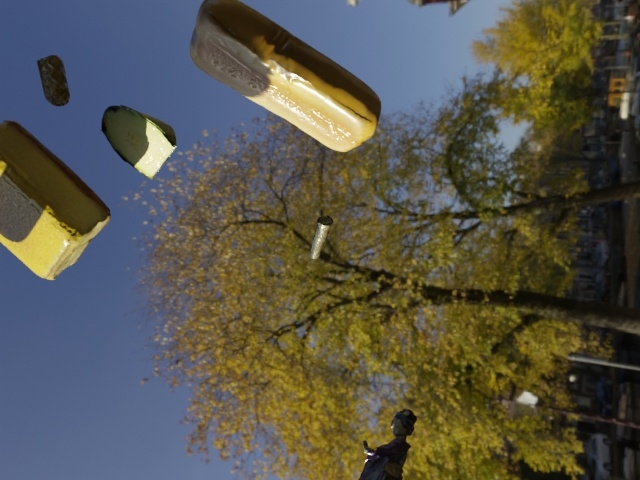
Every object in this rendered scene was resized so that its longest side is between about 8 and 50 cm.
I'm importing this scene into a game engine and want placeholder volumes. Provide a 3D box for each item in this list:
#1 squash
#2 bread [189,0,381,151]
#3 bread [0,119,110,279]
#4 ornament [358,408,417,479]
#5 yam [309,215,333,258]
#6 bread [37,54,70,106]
[{"bbox_3d":[-0.435,-0.268,1.356,0.184,0.191,0.085,43,-132,-14],"label":"squash"},{"bbox_3d":[-0.049,-0.248,0.828,0.091,0.305,0.142,-64,12,-19],"label":"bread"},{"bbox_3d":[-0.707,-0.086,1.353,0.333,0.323,0.143,48,-135,-13],"label":"bread"},{"bbox_3d":[0.085,0.333,0.795,0.088,0.081,0.203,-46,19,57],"label":"ornament"},{"bbox_3d":[0.000,0.000,1.098,0.130,0.033,0.027,104,163,-54],"label":"yam"},{"bbox_3d":[-0.616,-0.366,1.284,0.060,0.066,0.111,-18,-82,-49],"label":"bread"}]
